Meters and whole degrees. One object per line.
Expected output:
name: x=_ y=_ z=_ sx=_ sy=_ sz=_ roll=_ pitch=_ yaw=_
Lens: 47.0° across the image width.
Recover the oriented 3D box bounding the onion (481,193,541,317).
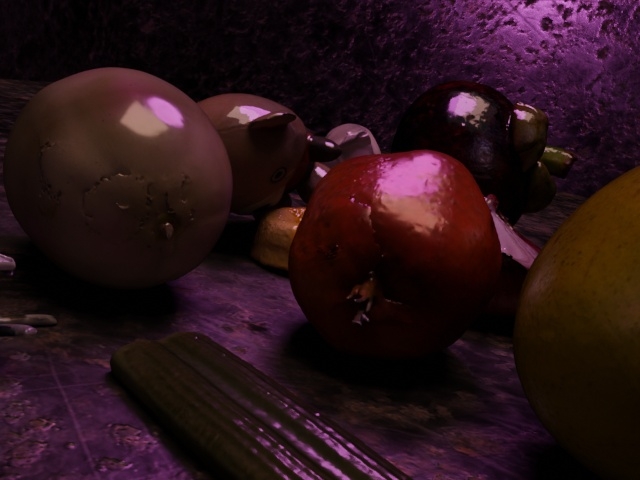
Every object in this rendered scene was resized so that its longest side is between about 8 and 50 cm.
onion: x=0.203 y=0.015 z=0.984 sx=0.227 sy=0.120 sz=0.283 roll=31 pitch=22 yaw=6

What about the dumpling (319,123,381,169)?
dumpling: x=0.040 y=-0.172 z=1.645 sx=0.193 sy=0.147 sz=0.258 roll=-21 pitch=-13 yaw=3

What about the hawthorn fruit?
hawthorn fruit: x=0.064 y=0.025 z=0.700 sx=0.211 sy=0.211 sz=0.299 roll=15 pitch=23 yaw=12

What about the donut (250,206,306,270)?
donut: x=0.001 y=0.000 z=1.005 sx=0.190 sy=0.074 sz=0.174 roll=7 pitch=14 yaw=-18

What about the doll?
doll: x=-0.092 y=-0.120 z=1.059 sx=0.235 sy=0.174 sz=0.330 roll=-17 pitch=-6 yaw=17

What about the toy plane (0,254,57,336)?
toy plane: x=-0.308 y=0.009 z=0.634 sx=0.182 sy=0.107 sz=0.273 roll=14 pitch=8 yaw=-11

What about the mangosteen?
mangosteen: x=0.266 y=-0.124 z=1.296 sx=0.300 sy=0.300 sz=0.300 roll=11 pitch=13 yaw=-3

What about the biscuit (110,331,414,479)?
biscuit: x=-0.035 y=0.131 z=0.499 sx=0.099 sy=0.038 sz=0.322 roll=-4 pitch=20 yaw=-41

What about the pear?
pear: x=0.285 y=0.069 z=0.551 sx=0.294 sy=0.294 sz=0.294 roll=11 pitch=13 yaw=-3

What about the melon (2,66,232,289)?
melon: x=-0.214 y=-0.069 z=0.778 sx=0.223 sy=0.223 sz=0.317 roll=4 pitch=18 yaw=-29
